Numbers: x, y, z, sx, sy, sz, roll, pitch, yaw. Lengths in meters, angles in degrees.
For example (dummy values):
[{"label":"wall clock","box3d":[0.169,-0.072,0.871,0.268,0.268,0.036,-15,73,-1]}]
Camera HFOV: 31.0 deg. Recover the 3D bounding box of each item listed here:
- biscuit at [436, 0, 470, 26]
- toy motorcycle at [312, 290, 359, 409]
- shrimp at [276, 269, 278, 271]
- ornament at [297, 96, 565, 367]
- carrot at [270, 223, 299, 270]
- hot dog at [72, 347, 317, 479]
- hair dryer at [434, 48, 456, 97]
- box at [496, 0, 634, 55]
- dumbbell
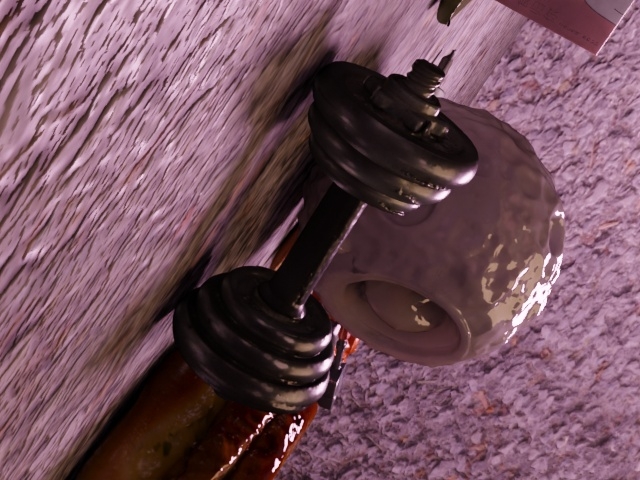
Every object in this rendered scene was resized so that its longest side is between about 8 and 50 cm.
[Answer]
[{"label":"biscuit","box3d":[0.233,-0.381,1.571,0.099,0.038,0.322,-54,178,39]},{"label":"toy motorcycle","box3d":[0.015,0.135,1.825,0.326,0.147,0.221,-58,161,-52]},{"label":"shrimp","box3d":[0.056,-0.007,1.688,0.289,0.075,0.178,-14,-178,19]},{"label":"ornament","box3d":[0.143,-0.019,1.451,0.337,0.337,0.337,-54,175,-7]},{"label":"carrot","box3d":[-0.028,-0.004,1.649,0.142,0.035,0.035,-44,169,-36]},{"label":"hot dog","box3d":[-0.133,0.236,1.392,0.223,0.185,0.405,-56,176,30]},{"label":"hair dryer","box3d":[0.136,-0.169,1.875,0.357,0.107,0.173,-63,177,-11]},{"label":"box","box3d":[0.436,-0.459,1.962,0.215,0.215,0.086,-60,-177,36]},{"label":"dumbbell","box3d":[0.000,0.000,1.125,0.406,0.179,0.179,-58,174,22]}]
